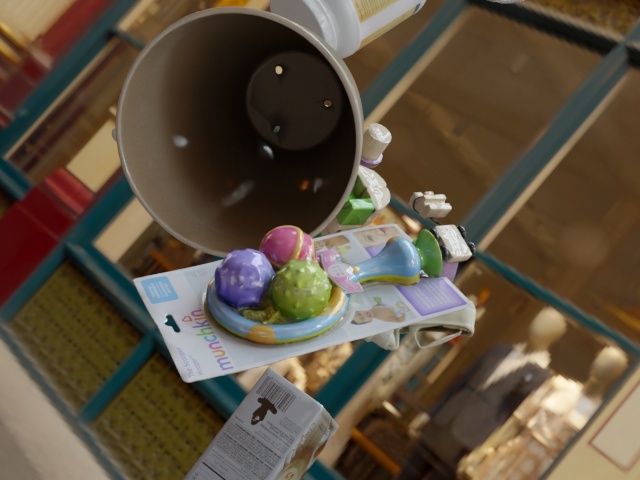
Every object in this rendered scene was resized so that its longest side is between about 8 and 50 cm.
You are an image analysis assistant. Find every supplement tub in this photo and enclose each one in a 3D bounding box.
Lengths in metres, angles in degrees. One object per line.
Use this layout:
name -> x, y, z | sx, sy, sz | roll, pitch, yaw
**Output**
supplement tub -> 0.041, -0.352, 1.561 | 0.144, 0.199, 0.144 | 42, -27, 26

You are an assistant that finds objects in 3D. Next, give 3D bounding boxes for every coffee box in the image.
coffee box -> -0.094, 0.305, 1.418 | 0.098, 0.246, 0.141 | 33, -11, 20

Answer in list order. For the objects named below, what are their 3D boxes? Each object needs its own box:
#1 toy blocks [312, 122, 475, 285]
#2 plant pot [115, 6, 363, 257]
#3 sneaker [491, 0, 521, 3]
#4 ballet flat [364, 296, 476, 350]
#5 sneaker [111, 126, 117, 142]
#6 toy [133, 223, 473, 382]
toy blocks -> 0.000, 0.000, 1.635 | 0.309, 0.260, 0.289 | -5, 56, -37
plant pot -> -0.059, -0.140, 1.210 | 0.256, 0.256, 0.274 | 41, 19, -2
sneaker -> 0.302, -0.611, 2.124 | 0.365, 0.210, 0.137 | 16, 40, -14
ballet flat -> 0.148, 0.150, 1.867 | 0.086, 0.248, 0.086 | -7, 90, -87
sneaker -> -0.290, -0.184, 1.831 | 0.152, 0.054, 0.061 | 5, -7, 19
toy -> -0.014, 0.025, 0.845 | 0.137, 0.237, 0.056 | -129, -144, -50
